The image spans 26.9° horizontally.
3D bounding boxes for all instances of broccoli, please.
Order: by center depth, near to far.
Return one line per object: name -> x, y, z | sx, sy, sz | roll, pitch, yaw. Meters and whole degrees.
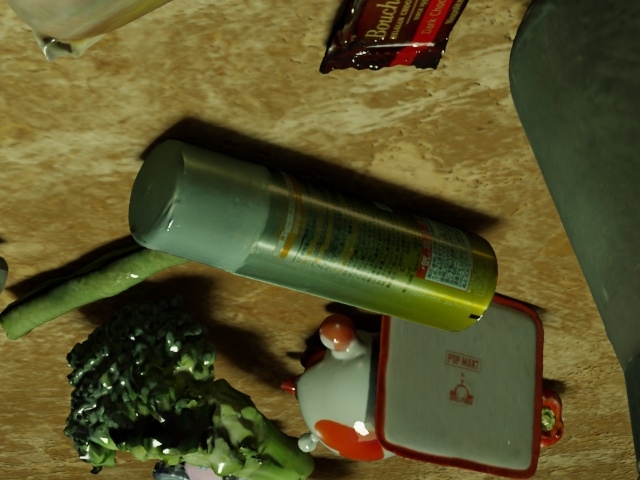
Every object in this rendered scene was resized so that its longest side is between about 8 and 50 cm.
broccoli -> -0.101, 0.165, 1.224 | 0.164, 0.146, 0.304 | -3, 151, 33

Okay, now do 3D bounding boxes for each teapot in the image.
teapot -> 0.236, -0.007, 0.693 | 0.253, 0.344, 0.300 | -7, 153, 8

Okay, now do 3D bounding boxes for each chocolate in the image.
chocolate -> 0.052, -0.144, 0.765 | 0.086, 0.028, 0.182 | -4, 155, -12

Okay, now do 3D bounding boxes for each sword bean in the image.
sword bean -> -0.167, 0.028, 1.083 | 0.269, 0.043, 0.038 | -21, 141, 36

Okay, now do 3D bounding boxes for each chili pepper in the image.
chili pepper -> 0.205, 0.194, 1.406 | 0.070, 0.073, 0.123 | -35, 180, -39

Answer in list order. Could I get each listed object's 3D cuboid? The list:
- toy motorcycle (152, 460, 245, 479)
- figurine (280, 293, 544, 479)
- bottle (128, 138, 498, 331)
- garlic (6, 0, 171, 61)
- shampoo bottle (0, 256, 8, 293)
toy motorcycle -> -0.063, 0.285, 1.531 | 0.239, 0.108, 0.204 | 7, 152, -16
figurine -> 0.059, 0.140, 1.226 | 0.183, 0.160, 0.226 | 18, 157, -32
bottle -> 0.000, 0.000, 0.990 | 0.286, 0.082, 0.082 | 17, 148, -32
garlic -> -0.060, -0.170, 0.644 | 0.266, 0.148, 0.129 | -12, 115, 30
shampoo bottle -> -0.306, -0.007, 0.986 | 0.057, 0.064, 0.207 | -2, 156, 29
